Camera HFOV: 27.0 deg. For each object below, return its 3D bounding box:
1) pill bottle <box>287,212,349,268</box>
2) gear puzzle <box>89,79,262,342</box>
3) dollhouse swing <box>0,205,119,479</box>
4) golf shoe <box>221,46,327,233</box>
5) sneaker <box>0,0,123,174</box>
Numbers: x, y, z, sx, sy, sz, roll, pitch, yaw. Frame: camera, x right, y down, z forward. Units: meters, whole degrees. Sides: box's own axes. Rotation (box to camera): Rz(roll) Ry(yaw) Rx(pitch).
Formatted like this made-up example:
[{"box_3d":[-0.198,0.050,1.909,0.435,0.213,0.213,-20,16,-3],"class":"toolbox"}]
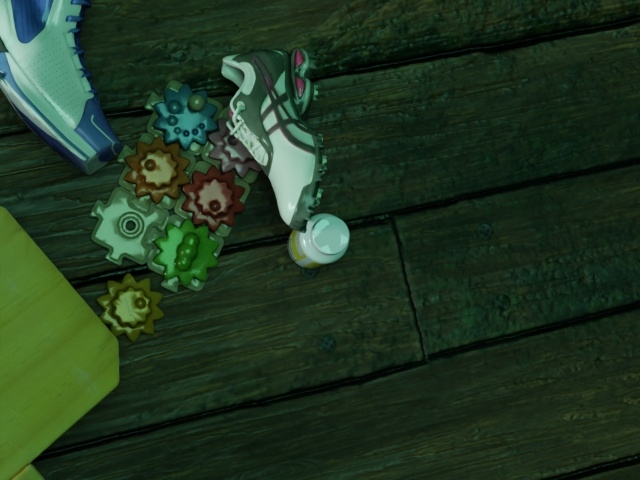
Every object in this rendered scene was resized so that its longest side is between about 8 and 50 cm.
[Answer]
[{"box_3d":[0.000,0.000,1.693,0.065,0.116,0.065,1,84,-13],"class":"pill bottle"},{"box_3d":[-0.195,-0.033,1.688,0.175,0.044,0.339,27,79,-9],"class":"gear puzzle"},{"box_3d":[-0.474,0.177,1.581,0.347,0.315,0.305,49,35,-4],"class":"dollhouse swing"},{"box_3d":[-0.060,-0.125,1.670,0.120,0.105,0.273,3,54,-15],"class":"golf shoe"},{"box_3d":[-0.330,-0.250,1.640,0.182,0.127,0.315,-42,92,-12],"class":"sneaker"}]
